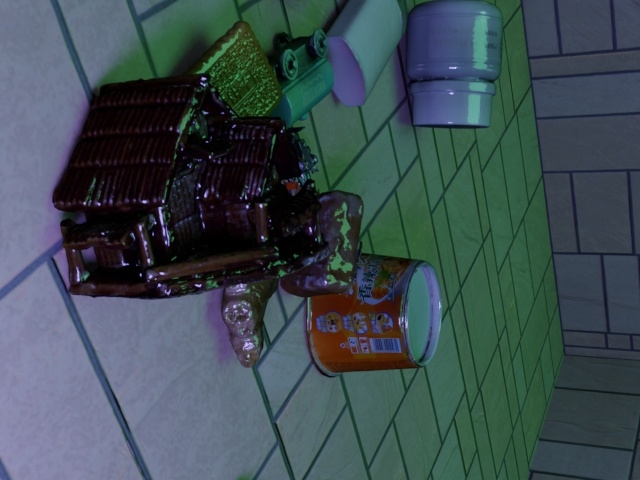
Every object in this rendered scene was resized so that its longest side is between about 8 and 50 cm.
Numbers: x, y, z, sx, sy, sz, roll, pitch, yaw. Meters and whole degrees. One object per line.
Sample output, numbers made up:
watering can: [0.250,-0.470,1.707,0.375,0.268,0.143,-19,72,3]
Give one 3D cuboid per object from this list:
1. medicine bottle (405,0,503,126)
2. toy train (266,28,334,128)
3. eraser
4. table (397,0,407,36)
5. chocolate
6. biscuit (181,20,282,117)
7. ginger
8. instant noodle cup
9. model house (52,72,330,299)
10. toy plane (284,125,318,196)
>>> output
medicine bottle: [0.340,-0.444,2.196,0.245,0.245,0.306,-6,98,-62]
toy train: [-0.051,-0.301,1.605,0.248,0.101,0.159,-48,129,-53]
eraser: [0.096,-0.442,1.893,0.270,0.094,0.174,-64,143,-40]
table: [0.167,-0.556,2.079,0.133,0.043,0.134,-3,94,-63]
chocolate: [0.000,0.000,1.668,0.093,0.148,0.214,21,68,-43]
biscuit: [-0.162,-0.219,1.394,0.254,0.029,0.172,-52,137,-23]
ginger: [-0.117,0.057,1.526,0.166,0.080,0.333,71,24,-61]
instant noodle cup: [0.125,0.156,1.837,0.296,0.214,0.297,-3,94,-63]
model house: [-0.173,-0.085,1.178,0.297,0.317,0.283,-40,130,-65]
toy plane: [-0.047,-0.177,1.661,0.130,0.061,0.189,-33,120,-57]
